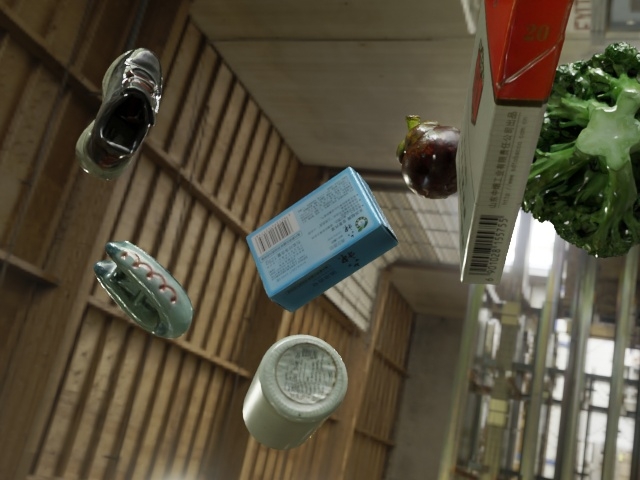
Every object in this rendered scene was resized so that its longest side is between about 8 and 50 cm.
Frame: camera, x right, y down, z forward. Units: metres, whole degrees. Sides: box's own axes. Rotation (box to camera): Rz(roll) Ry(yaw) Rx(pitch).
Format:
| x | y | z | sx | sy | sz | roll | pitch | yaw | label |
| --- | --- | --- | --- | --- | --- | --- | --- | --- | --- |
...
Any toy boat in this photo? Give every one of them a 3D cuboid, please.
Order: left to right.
| x | y | z | sx | sy | sz | roll | pitch | yaw | label |
| --- | --- | --- | --- | --- | --- | --- | --- | --- | --- |
| -0.319 | 0.097 | 1.383 | 0.134 | 0.208 | 0.079 | -43 | 5 | 43 | toy boat |

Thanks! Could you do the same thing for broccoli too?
| x | y | z | sx | sy | sz | roll | pitch | yaw | label |
| --- | --- | --- | --- | --- | --- | --- | --- | --- | --- |
| 0.398 | -0.122 | 1.103 | 0.245 | 0.265 | 0.294 | 47 | -140 | -69 | broccoli |

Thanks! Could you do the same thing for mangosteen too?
| x | y | z | sx | sy | sz | roll | pitch | yaw | label |
| --- | --- | --- | --- | --- | --- | --- | --- | --- | --- |
| 0.206 | -0.161 | 1.505 | 0.146 | 0.181 | 0.156 | -45 | -23 | -23 | mangosteen |

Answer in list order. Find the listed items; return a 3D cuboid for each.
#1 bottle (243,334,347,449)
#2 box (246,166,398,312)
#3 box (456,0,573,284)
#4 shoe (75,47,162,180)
| x | y | z | sx | sy | sz | roll | pitch | yaw | label |
| --- | --- | --- | --- | --- | --- | --- | --- | --- | --- |
| -0.040 | 0.201 | 0.977 | 0.245 | 0.104 | 0.104 | 114 | 174 | -63 | bottle |
| 0.000 | 0.000 | 1.344 | 0.083 | 0.232 | 0.142 | 44 | -163 | -50 | box |
| 0.121 | -0.096 | 0.525 | 0.245 | 0.035 | 0.139 | 87 | -172 | -51 | box |
| -0.293 | -0.201 | 1.201 | 0.099 | 0.112 | 0.227 | 29 | -108 | -28 | shoe |
